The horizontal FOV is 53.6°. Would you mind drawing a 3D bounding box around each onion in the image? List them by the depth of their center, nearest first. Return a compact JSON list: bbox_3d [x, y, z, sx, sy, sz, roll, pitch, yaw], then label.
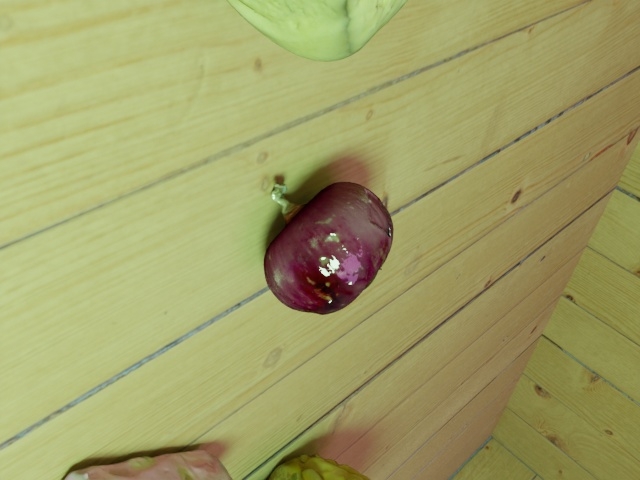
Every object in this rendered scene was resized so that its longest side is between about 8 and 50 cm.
[{"bbox_3d":[0.007,0.008,0.781,0.177,0.153,0.177,-47,156,-28],"label":"onion"}]

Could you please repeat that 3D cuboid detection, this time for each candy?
[{"bbox_3d":[-0.245,0.384,0.865,0.155,0.116,0.265,-57,149,7],"label":"candy"}]

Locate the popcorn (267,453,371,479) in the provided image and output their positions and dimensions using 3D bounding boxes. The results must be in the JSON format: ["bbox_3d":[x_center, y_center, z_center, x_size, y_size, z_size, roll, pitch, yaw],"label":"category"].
[{"bbox_3d":[-0.009,0.577,1.199,0.349,0.349,0.382,-41,152,-18],"label":"popcorn"}]

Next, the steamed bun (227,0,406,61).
[{"bbox_3d":[0.003,-0.279,0.453,0.232,0.166,0.273,-57,158,-17],"label":"steamed bun"}]
